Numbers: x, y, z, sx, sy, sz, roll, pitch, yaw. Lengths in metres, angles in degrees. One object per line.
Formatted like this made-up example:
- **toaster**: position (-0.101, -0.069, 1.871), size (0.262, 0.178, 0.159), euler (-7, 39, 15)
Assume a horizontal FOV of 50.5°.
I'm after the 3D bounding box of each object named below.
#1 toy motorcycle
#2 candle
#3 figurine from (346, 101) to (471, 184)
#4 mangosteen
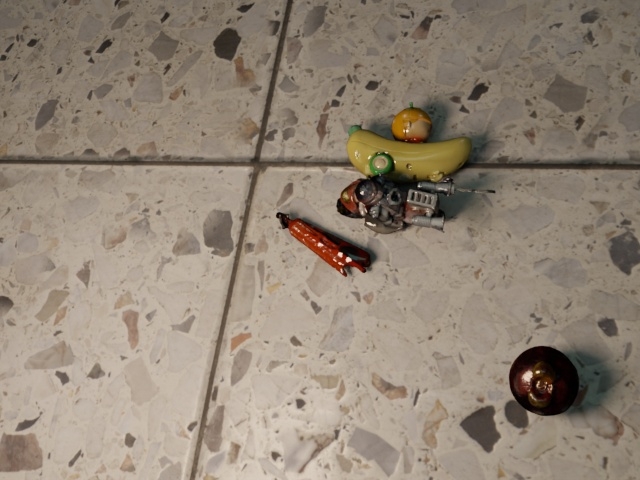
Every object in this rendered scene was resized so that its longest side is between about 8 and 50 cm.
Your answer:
- **toy motorcycle**: position (0.217, -0.089, 1.659), size (0.400, 0.207, 0.134), euler (8, 74, 18)
- **candle**: position (0.000, 0.000, 1.766), size (0.301, 0.059, 0.084), euler (34, 68, 23)
- **figurine**: position (0.229, -0.247, 1.773), size (0.324, 0.124, 0.222), euler (-3, 64, 11)
- **mangosteen**: position (0.480, 0.301, 1.458), size (0.152, 0.152, 0.153), euler (-6, 67, 13)
